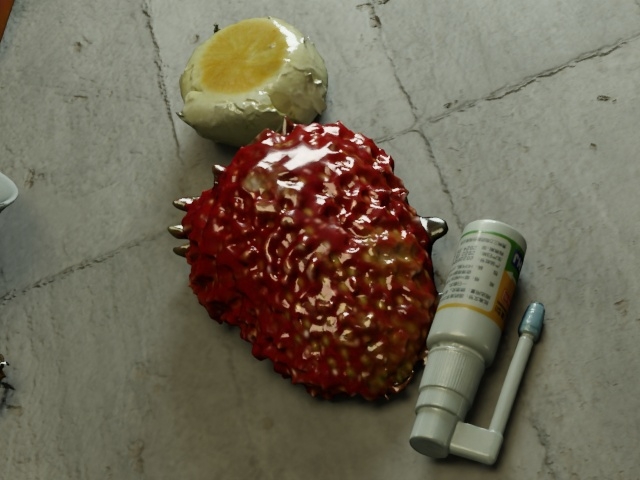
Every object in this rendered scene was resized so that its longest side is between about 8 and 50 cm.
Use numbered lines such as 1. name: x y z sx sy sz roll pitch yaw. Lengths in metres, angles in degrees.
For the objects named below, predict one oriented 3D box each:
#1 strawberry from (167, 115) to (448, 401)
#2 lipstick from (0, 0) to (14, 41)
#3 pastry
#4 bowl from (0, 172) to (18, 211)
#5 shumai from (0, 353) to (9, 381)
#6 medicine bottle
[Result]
1. strawberry: 0.000 0.000 1.422 0.233 0.137 0.306 -39 46 -12
2. lipstick: -0.392 -0.376 1.942 0.077 0.077 0.418 -5 53 20
3. pastry: -0.070 -0.163 1.617 0.166 0.088 0.165 -13 49 15
4. bowl: -0.496 -0.014 1.596 0.345 0.345 0.157 24 107 37
5. shumai: -0.448 0.164 1.503 0.184 0.218 0.185 39 114 47
6. medicine bottle: 0.139 0.089 1.341 0.092 0.061 0.220 15 59 11
